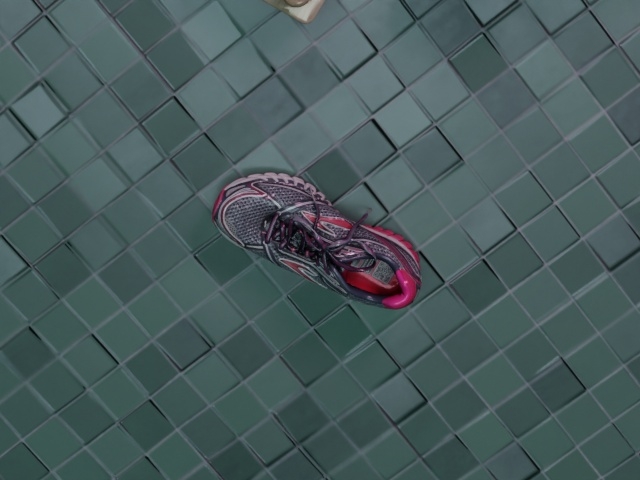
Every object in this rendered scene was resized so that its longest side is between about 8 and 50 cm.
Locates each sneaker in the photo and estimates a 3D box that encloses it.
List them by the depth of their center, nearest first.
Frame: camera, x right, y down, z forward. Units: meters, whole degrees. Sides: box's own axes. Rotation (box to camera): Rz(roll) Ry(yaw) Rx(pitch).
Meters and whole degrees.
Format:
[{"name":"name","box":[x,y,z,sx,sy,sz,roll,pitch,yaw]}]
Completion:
[{"name":"sneaker","box":[0.000,0.000,1.758,0.299,0.112,0.121,20,106,-4]}]

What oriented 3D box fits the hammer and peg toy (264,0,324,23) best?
[{"name":"hammer and peg toy","box":[-0.028,-0.476,1.608,0.266,0.127,0.361,30,105,-8]}]
